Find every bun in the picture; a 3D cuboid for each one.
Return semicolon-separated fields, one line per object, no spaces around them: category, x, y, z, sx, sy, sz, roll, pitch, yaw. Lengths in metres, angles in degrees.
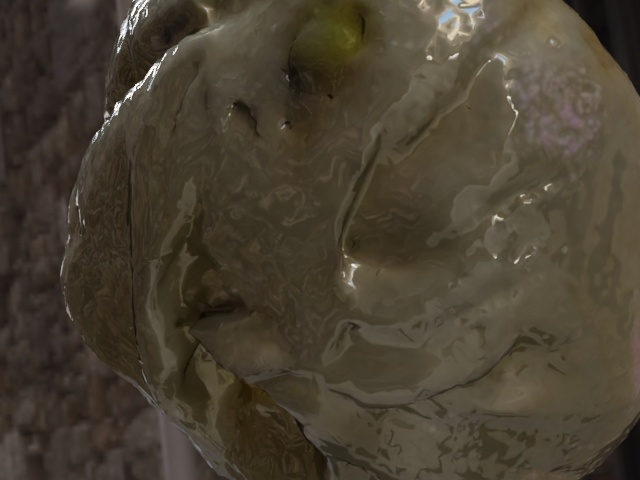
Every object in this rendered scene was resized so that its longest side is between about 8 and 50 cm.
bun;0.000;0.000;0.768;0.365;0.365;0.219;-17;13;46
